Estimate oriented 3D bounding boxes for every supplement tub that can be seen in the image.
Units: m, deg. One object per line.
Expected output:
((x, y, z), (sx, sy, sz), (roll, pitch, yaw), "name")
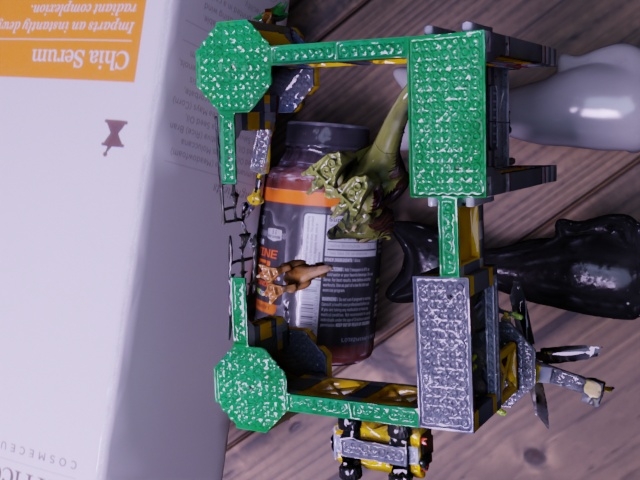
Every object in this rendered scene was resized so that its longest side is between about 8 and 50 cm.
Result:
((0.000, 0.000, 0.750), (0.106, 0.106, 0.197), (5, 95, 11), "supplement tub")

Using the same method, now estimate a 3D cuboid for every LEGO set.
((0.056, -0.015, 0.637), (0.255, 0.192, 0.331), (-8, 93, 30), "LEGO set")

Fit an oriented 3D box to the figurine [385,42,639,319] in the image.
((0.155, -0.046, 0.727), (0.210, 0.092, 0.214), (1, 94, 16), "figurine")

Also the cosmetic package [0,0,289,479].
((-0.183, -0.027, 0.704), (0.230, 0.161, 0.453), (6, 88, 26), "cosmetic package")
